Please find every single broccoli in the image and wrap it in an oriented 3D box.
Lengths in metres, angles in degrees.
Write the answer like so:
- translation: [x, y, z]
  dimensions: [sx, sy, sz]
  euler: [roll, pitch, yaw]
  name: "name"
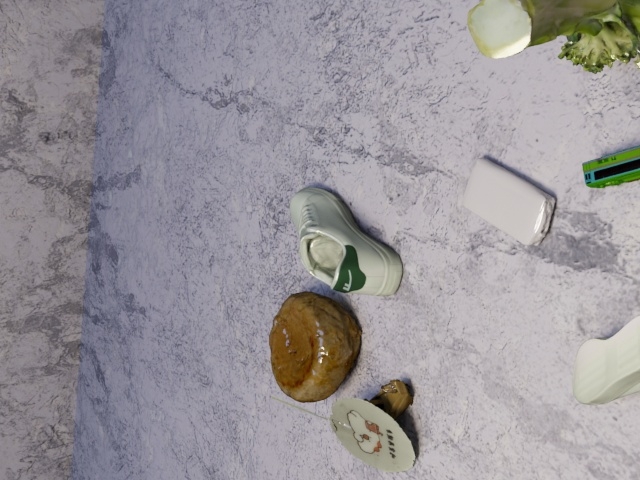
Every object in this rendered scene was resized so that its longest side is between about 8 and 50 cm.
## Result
- translation: [0.342, -0.288, 1.140]
  dimensions: [0.221, 0.361, 0.252]
  euler: [2, 130, 49]
  name: "broccoli"

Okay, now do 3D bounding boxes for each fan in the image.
- translation: [0.038, 0.351, 1.738]
  dimensions: [0.329, 0.009, 0.190]
  euler: [14, 133, 31]
  name: "fan"

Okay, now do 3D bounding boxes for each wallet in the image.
- translation: [0.303, -0.062, 1.464]
  dimensions: [0.190, 0.033, 0.095]
  euler: [42, 126, 48]
  name: "wallet"

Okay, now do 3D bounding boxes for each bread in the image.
- translation: [-0.010, 0.216, 1.849]
  dimensions: [0.230, 0.123, 0.229]
  euler: [-14, 73, 55]
  name: "bread"

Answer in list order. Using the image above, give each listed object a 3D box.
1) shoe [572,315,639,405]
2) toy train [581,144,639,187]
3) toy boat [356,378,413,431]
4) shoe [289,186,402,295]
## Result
- translation: [0.434, 0.172, 1.225]
  dimensions: [0.265, 0.110, 0.095]
  euler: [109, 168, -69]
  name: "shoe"
- translation: [0.455, -0.109, 1.229]
  dimensions: [0.209, 0.044, 0.042]
  euler: [-17, 76, 55]
  name: "toy train"
- translation: [0.103, 0.329, 1.726]
  dimensions: [0.206, 0.072, 0.064]
  euler: [-51, 48, 42]
  name: "toy boat"
- translation: [0.000, 0.000, 1.798]
  dimensions: [0.363, 0.160, 0.131]
  euler: [43, 123, 46]
  name: "shoe"
